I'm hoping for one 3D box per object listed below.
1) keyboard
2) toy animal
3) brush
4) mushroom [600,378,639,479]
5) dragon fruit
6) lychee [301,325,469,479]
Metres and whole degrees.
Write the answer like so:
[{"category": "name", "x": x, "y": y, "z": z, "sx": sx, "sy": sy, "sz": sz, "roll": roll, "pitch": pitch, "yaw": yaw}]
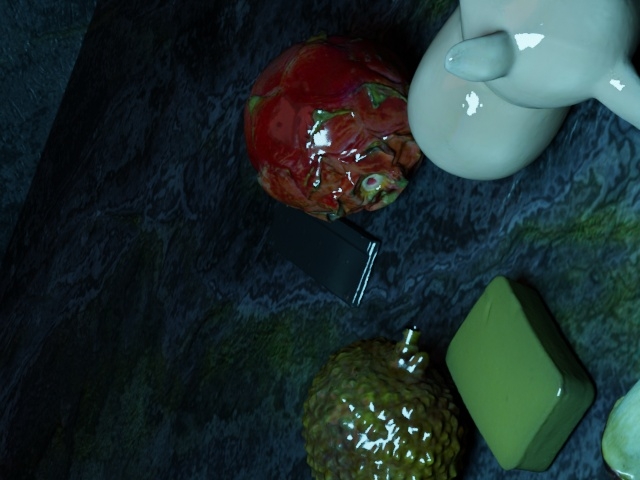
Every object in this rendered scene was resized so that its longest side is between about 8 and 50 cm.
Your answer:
[{"category": "keyboard", "x": 0.000, "y": 0.000, "z": 2.253, "sx": 0.310, "sy": 0.018, "sz": 0.101, "roll": 34, "pitch": 108, "yaw": 62}, {"category": "toy animal", "x": 0.209, "y": -0.195, "z": 1.754, "sx": 0.269, "sy": 0.237, "sz": 0.326, "roll": -101, "pitch": 31, "yaw": -57}, {"category": "brush", "x": 0.205, "y": 0.139, "z": 1.740, "sx": 0.123, "sy": 0.059, "sz": 0.197, "roll": -58, "pitch": 32, "yaw": 24}, {"category": "mushroom", "x": 0.357, "y": 0.109, "z": 1.437, "sx": 0.333, "sy": 0.087, "sz": 0.107, "roll": -47, "pitch": 37, "yaw": 39}, {"category": "dragon fruit", "x": 0.018, "y": -0.140, "z": 2.069, "sx": 0.241, "sy": 0.241, "sz": 0.252, "roll": -41, "pitch": 30, "yaw": 48}, {"category": "lychee", "x": 0.071, "y": 0.201, "z": 1.825, "sx": 0.200, "sy": 0.200, "sz": 0.238, "roll": -124, "pitch": 41, "yaw": -56}]
